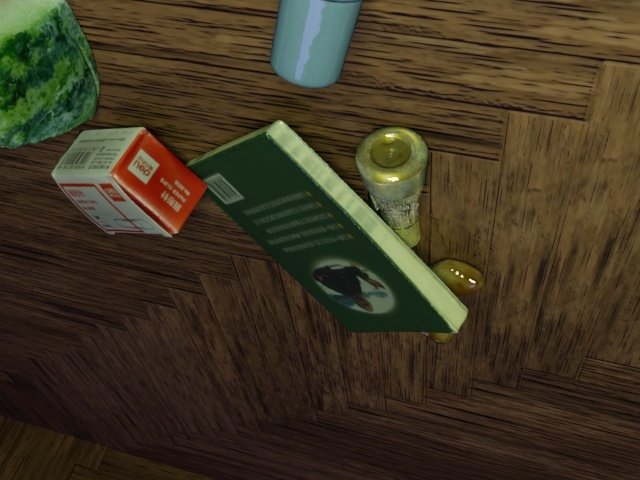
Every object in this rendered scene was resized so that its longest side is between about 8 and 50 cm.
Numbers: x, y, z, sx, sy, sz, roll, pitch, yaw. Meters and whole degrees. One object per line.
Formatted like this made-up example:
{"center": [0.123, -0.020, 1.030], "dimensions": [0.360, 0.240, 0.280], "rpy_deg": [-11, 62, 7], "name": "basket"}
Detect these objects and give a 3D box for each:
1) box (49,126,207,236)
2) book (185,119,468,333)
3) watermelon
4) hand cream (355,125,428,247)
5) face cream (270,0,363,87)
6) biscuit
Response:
{"center": [-0.270, -0.079, 1.063], "dimensions": [0.182, 0.099, 0.133], "rpy_deg": [6, 147, 45], "name": "box"}
{"center": [0.000, 0.000, 1.044], "dimensions": [0.371, 0.043, 0.260], "rpy_deg": [45, 153, -21], "name": "book"}
{"center": [-0.418, -0.215, 0.913], "dimensions": [0.310, 0.232, 0.193], "rpy_deg": [-15, 162, -33], "name": "watermelon"}
{"center": [0.099, -0.054, 0.957], "dimensions": [0.083, 0.084, 0.203], "rpy_deg": [10, 154, 17], "name": "hand cream"}
{"center": [0.027, -0.297, 0.590], "dimensions": [0.135, 0.086, 0.385], "rpy_deg": [19, 131, 3], "name": "face cream"}
{"center": [0.141, 0.077, 1.142], "dimensions": [0.164, 0.047, 0.208], "rpy_deg": [17, 148, 5], "name": "biscuit"}
